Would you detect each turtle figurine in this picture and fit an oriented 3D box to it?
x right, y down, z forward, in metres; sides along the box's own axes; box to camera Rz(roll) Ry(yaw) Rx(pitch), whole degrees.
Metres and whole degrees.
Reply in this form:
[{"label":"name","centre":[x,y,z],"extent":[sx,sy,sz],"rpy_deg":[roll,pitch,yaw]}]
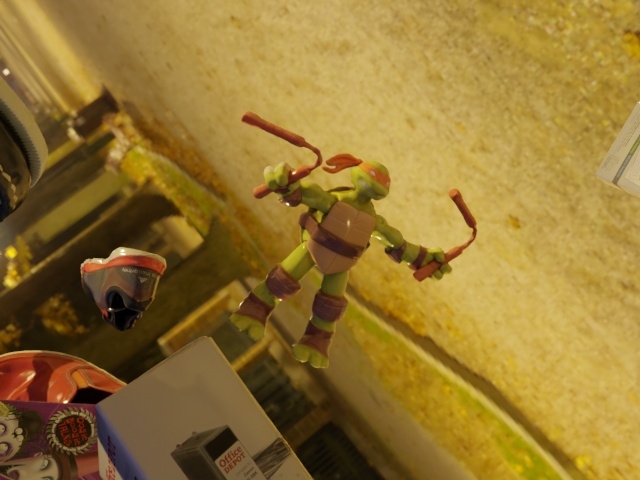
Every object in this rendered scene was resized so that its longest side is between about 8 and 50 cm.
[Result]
[{"label":"turtle figurine","centre":[0.000,0.000,0.923],"extent":[0.269,0.217,0.087],"rpy_deg":[25,-167,-27]}]

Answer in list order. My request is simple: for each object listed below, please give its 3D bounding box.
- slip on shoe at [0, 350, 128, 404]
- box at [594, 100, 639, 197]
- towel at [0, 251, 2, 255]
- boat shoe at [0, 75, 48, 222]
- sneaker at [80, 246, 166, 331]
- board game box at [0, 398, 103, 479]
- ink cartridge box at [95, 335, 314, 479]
[{"label":"slip on shoe","centre":[-0.338,0.226,1.327],"extent":[0.331,0.123,0.101],"rpy_deg":[15,173,21]},{"label":"box","centre":[0.540,-0.134,1.536],"extent":[0.038,0.145,0.186],"rpy_deg":[26,-173,-31]},{"label":"towel","centre":[-0.569,0.023,1.369],"extent":[0.144,0.197,0.029],"rpy_deg":[36,134,9]},{"label":"boat shoe","centre":[-0.247,-0.069,0.371],"extent":[0.302,0.114,0.091],"rpy_deg":[30,-137,-33]},{"label":"sneaker","centre":[-0.188,0.051,0.886],"extent":[0.061,0.065,0.158],"rpy_deg":[13,162,-21]},{"label":"board game box","centre":[-0.190,0.268,0.617],"extent":[0.056,0.208,0.347],"rpy_deg":[121,151,-50]},{"label":"ink cartridge box","centre":[-0.035,0.122,0.401],"extent":[0.135,0.056,0.099],"rpy_deg":[51,154,18]}]
